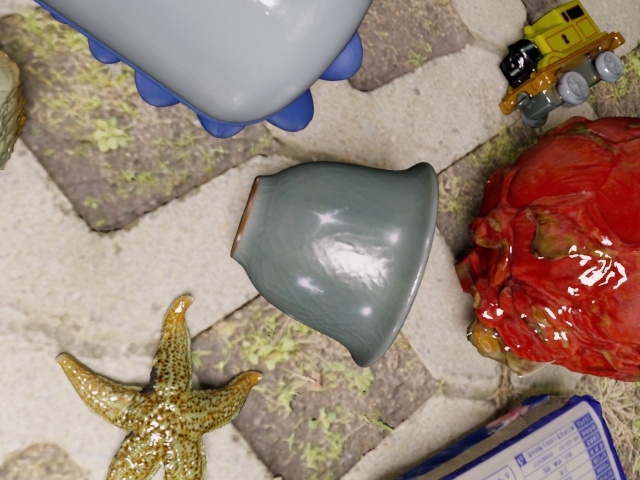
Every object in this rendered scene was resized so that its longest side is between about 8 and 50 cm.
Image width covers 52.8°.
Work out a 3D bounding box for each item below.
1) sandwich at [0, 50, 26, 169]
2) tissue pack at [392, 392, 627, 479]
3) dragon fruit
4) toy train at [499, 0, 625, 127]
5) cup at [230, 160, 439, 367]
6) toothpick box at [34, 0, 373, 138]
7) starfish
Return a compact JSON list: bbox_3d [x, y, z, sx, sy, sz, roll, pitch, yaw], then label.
[{"bbox_3d":[-0.358,-0.107,0.415,0.262,0.131,0.325,-38,103,-30],"label":"sandwich"},{"bbox_3d":[0.188,0.299,0.665,0.270,0.137,0.209,-20,93,-27],"label":"tissue pack"},{"bbox_3d":[0.297,0.006,0.689,0.342,0.277,0.277,-42,103,-18],"label":"dragon fruit"},{"bbox_3d":[0.306,-0.231,0.840,0.219,0.089,0.127,-31,88,-29],"label":"toy train"},{"bbox_3d":[0.000,0.000,0.591,0.150,0.199,0.199,18,73,-8],"label":"cup"},{"bbox_3d":[-0.110,-0.239,0.529,0.355,0.263,0.263,34,68,-22],"label":"toothpick box"},{"bbox_3d":[-0.147,0.145,0.550,0.176,0.053,0.208,28,63,-13],"label":"starfish"}]
